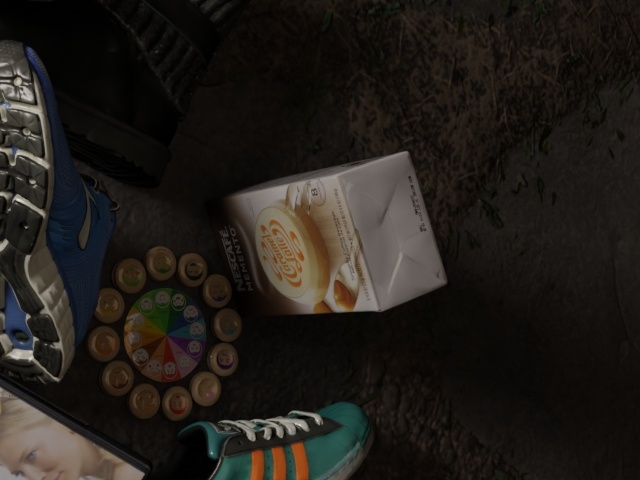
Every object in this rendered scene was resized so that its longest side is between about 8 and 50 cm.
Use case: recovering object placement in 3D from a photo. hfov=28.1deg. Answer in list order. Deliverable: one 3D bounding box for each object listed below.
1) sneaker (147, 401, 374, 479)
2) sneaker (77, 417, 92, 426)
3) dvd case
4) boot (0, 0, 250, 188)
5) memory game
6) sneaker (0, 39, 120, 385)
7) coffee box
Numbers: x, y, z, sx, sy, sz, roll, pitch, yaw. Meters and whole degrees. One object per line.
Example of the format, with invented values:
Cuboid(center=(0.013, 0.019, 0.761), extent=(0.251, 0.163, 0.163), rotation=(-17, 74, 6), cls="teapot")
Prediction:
Cuboid(center=(-0.071, 0.228, 1.329), extent=(0.302, 0.108, 0.121), rotation=(-28, 106, -33), cls="sneaker")
Cuboid(center=(-0.212, 0.309, 1.203), extent=(0.112, 0.131, 0.319), rotation=(-30, 103, -36), cls="sneaker")
Cuboid(center=(-0.300, 0.208, 1.119), extent=(0.253, 0.022, 0.180), rotation=(32, 93, -6), cls="dvd case")
Cuboid(center=(-0.238, -0.234, 1.235), extent=(0.348, 0.131, 0.260), rotation=(33, 74, -41), cls="boot")
Cuboid(center=(-0.160, 0.098, 1.336), extent=(0.186, 0.012, 0.186), rotation=(4, 83, -36), cls="memory game")
Cuboid(center=(-0.265, -0.034, 1.164), extent=(0.147, 0.130, 0.330), rotation=(-62, 158, -53), cls="sneaker")
Cuboid(center=(0.000, 0.000, 1.317), extent=(0.098, 0.246, 0.141), rotation=(-21, 97, -35), cls="coffee box")
